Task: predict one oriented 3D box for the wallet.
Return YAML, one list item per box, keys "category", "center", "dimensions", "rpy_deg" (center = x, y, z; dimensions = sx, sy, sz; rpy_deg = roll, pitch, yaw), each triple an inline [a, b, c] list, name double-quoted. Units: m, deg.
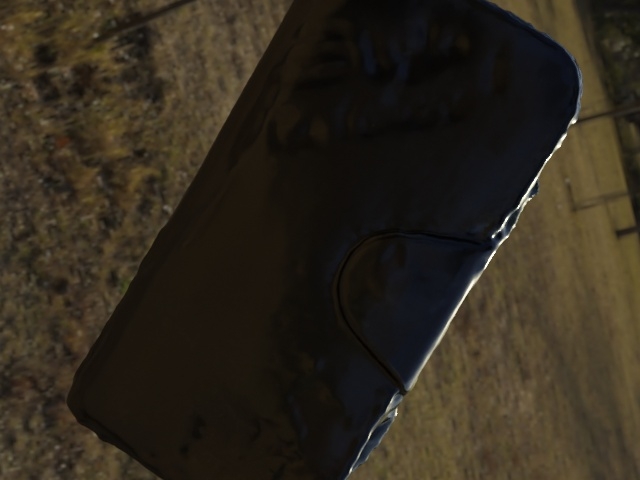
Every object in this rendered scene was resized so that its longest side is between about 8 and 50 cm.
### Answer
- category: "wallet"
  center: [0.000, 0.000, 0.579]
  dimensions: [0.309, 0.165, 0.042]
  rpy_deg: [-58, 168, 4]
